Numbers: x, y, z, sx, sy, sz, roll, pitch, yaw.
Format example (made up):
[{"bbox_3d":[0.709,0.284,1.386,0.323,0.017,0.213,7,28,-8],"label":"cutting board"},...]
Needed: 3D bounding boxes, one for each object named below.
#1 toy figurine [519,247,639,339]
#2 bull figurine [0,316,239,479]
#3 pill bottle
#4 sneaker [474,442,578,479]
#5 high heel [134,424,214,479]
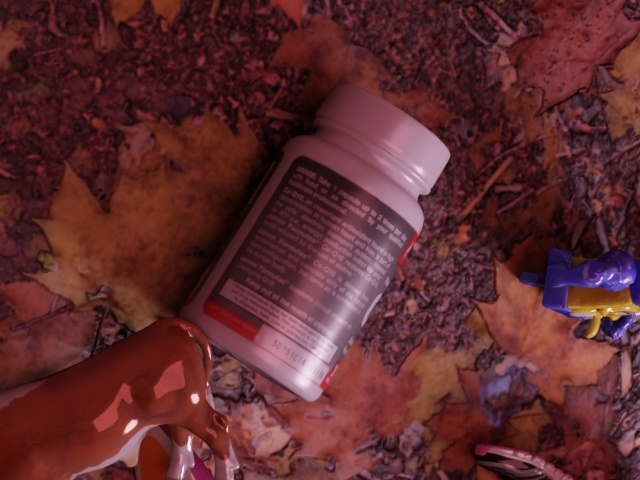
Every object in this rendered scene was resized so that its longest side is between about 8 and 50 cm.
[{"bbox_3d":[0.327,0.023,1.886,0.362,0.217,0.191,17,72,-67],"label":"toy figurine"},{"bbox_3d":[-0.231,0.189,1.641,0.310,0.101,0.188,-25,109,2],"label":"bull figurine"},{"bbox_3d":[0.000,0.000,1.718,0.161,0.161,0.283,35,83,-24],"label":"pill bottle"},{"bbox_3d":[0.229,0.277,1.911,0.170,0.063,0.075,32,78,-29],"label":"sneaker"},{"bbox_3d":[-0.101,0.271,1.778,0.117,0.082,0.244,-34,96,-53],"label":"high heel"}]
